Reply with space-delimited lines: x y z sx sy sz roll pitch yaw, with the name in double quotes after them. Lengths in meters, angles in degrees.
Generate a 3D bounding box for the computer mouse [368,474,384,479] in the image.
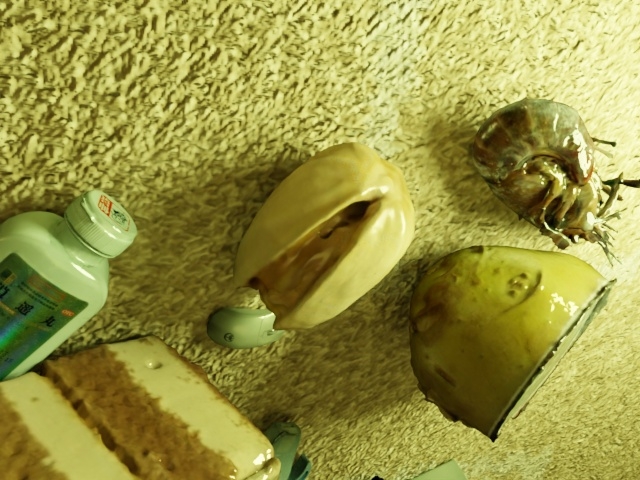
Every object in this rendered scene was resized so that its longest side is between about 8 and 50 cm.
0.076 0.514 0.944 0.078 0.146 0.241 6 116 -6 "computer mouse"

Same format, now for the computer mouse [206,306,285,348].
-0.088 0.114 0.693 0.110 0.032 0.056 1 120 -21 "computer mouse"

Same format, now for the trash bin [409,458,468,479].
0.212 0.474 0.975 0.130 0.116 0.059 -24 127 -7 "trash bin"

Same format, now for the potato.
0.238 0.104 0.730 0.300 0.196 0.246 -7 130 -51 "potato"

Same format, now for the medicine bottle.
-0.289 0.045 0.545 0.229 0.083 0.121 -40 122 5 "medicine bottle"

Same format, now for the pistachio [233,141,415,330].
0.000 0.000 0.598 0.157 0.157 0.229 34 110 -33 "pistachio"

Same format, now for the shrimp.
0.322 -0.065 0.690 0.343 0.116 0.145 33 119 -33 "shrimp"

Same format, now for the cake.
-0.233 0.285 0.564 0.290 0.282 0.255 -14 132 -55 "cake"

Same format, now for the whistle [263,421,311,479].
-0.111 0.380 0.821 0.180 0.093 0.269 21 105 -36 "whistle"
